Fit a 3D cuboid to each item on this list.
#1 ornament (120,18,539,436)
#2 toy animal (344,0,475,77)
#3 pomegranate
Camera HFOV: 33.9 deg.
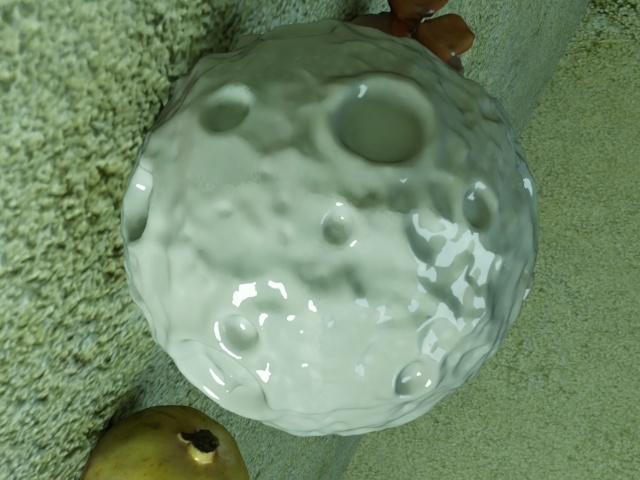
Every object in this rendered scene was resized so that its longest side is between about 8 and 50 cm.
[{"bbox_3d":[0.000,0.000,0.850,0.337,0.337,0.337,-57,165,-24],"label":"ornament"},{"bbox_3d":[0.073,-0.145,1.221,0.169,0.195,0.281,-13,139,-18],"label":"toy animal"},{"bbox_3d":[-0.163,0.261,1.081,0.191,0.191,0.191,-57,165,-24],"label":"pomegranate"}]
